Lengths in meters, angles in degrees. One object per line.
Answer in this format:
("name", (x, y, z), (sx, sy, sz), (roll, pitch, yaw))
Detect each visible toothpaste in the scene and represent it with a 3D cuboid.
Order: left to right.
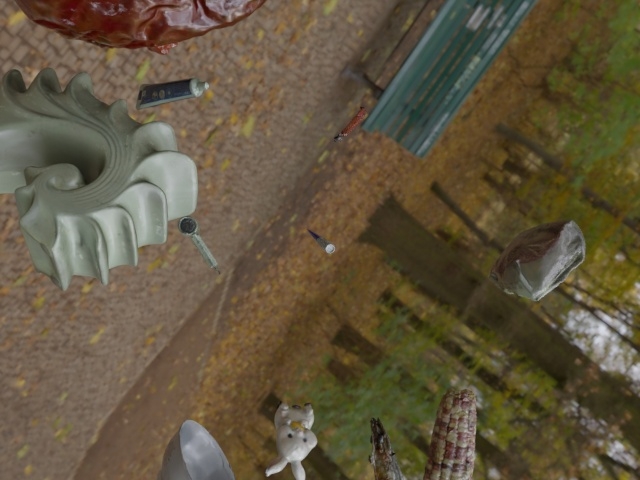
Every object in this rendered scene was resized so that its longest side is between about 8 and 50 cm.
("toothpaste", (-0.291, -0.291, 1.552), (0.035, 0.197, 0.057), (24, 70, -50))
("toothpaste", (0.000, 0.000, 1.172), (0.015, 0.024, 0.083), (-52, -156, 2))

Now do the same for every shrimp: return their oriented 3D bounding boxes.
("shrimp", (0.172, 0.510, 1.659), (0.058, 0.296, 0.169), (-17, 169, 38))

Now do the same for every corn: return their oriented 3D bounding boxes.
("corn", (0.192, 0.338, 1.191), (0.079, 0.080, 0.237), (21, 78, -79))

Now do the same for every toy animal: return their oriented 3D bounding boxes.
("toy animal", (-0.047, 0.326, 1.307), (0.085, 0.071, 0.124), (-59, -161, 21))

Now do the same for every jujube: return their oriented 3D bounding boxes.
("jujube", (-0.241, -0.398, 1.065), (0.377, 0.276, 0.276), (-12, 168, 1))

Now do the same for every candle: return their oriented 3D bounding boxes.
("candle", (0.073, -0.274, 1.907), (0.167, 0.021, 0.026), (-53, 140, -47))

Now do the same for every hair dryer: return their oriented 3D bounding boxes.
("hair dryer", (-0.222, 0.012, 1.474), (0.038, 0.124, 0.063), (-32, 178, -6))

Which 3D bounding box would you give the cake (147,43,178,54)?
("cake", (-0.352, -0.581, 1.535), (0.319, 0.269, 0.270), (-55, 150, -8))

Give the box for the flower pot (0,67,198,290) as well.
("flower pot", (-0.370, -0.109, 1.121), (0.254, 0.368, 0.164), (-43, 158, -31))

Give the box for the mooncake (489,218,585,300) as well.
("mooncake", (0.313, 0.022, 1.154), (0.130, 0.073, 0.125), (-39, -174, -5))

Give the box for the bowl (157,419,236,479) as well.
("bowl", (-0.218, 0.408, 1.345), (0.086, 0.189, 0.189), (-30, 172, 8))
